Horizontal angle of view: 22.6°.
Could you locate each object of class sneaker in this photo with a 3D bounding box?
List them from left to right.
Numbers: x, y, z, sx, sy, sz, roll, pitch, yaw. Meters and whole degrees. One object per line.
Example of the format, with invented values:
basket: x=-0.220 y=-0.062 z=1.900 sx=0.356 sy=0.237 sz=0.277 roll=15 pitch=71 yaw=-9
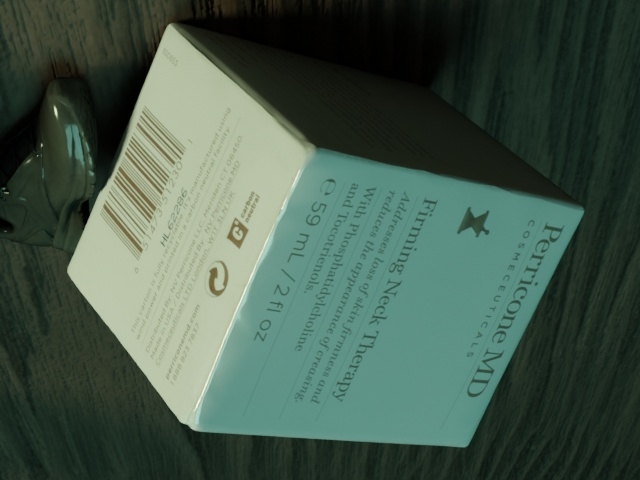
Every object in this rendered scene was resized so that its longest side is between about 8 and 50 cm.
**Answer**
sneaker: x=-0.319 y=-0.076 z=1.813 sx=0.130 sy=0.109 sz=0.286 roll=2 pitch=142 yaw=-13

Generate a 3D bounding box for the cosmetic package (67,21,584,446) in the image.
cosmetic package: x=0.000 y=0.000 z=1.773 sx=0.393 sy=0.327 sz=0.329 roll=9 pitch=113 yaw=-38
